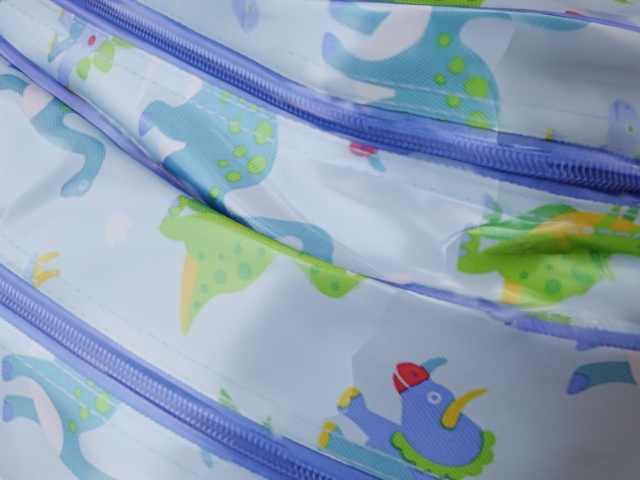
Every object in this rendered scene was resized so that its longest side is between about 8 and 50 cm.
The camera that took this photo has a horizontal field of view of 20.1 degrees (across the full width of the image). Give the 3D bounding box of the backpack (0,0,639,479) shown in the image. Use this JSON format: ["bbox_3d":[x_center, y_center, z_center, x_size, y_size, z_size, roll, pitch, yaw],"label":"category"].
[{"bbox_3d":[0.000,0.000,0.561,0.273,0.290,0.355,-58,37,22],"label":"backpack"}]
